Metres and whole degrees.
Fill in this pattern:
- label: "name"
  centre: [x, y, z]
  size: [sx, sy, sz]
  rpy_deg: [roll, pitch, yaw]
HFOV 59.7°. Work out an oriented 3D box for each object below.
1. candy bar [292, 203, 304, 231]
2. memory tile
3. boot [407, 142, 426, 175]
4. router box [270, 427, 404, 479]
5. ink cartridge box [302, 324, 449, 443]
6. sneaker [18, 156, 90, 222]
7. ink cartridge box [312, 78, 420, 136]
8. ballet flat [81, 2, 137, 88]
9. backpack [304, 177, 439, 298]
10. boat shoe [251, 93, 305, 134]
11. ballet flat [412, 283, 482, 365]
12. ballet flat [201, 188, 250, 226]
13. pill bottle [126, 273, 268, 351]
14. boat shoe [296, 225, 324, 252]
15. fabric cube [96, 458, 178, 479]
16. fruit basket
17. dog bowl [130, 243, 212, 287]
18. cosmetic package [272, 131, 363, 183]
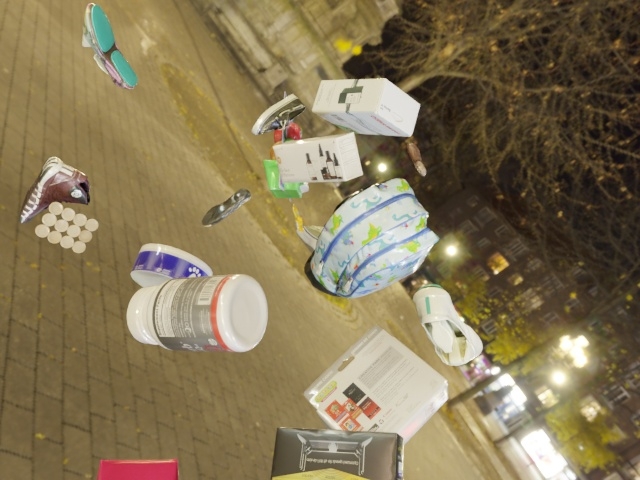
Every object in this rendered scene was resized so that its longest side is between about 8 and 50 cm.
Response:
- label: "candy bar"
  centre: [-0.061, -0.059, 1.455]
  size: [0.161, 0.018, 0.040]
  rpy_deg: [-116, -164, -72]
- label: "memory tile"
  centre: [-0.733, -0.036, 1.616]
  size: [0.148, 0.113, 0.012]
  rpy_deg: [32, -10, -38]
- label: "boot"
  centre: [0.319, -0.269, 1.849]
  size: [0.106, 0.037, 0.114]
  rpy_deg: [60, 16, -11]
- label: "router box"
  centre: [0.035, 0.573, 1.306]
  size: [0.081, 0.309, 0.242]
  rpy_deg: [54, 38, -55]
- label: "ink cartridge box"
  centre: [0.154, 0.435, 1.561]
  size: [0.272, 0.309, 0.130]
  rpy_deg: [39, -20, 34]
- label: "sneaker"
  centre: [-0.809, -0.124, 1.724]
  size: [0.163, 0.281, 0.106]
  rpy_deg: [24, 40, -33]
- label: "ink cartridge box"
  centre: [0.110, -0.318, 1.340]
  size: [0.209, 0.086, 0.153]
  rpy_deg: [15, -3, 44]
- label: "ballet flat"
  centre: [-0.534, -0.468, 1.374]
  size: [0.221, 0.079, 0.076]
  rpy_deg: [69, 32, -44]
- label: "backpack"
  centre: [0.129, 0.001, 1.330]
  size: [0.273, 0.290, 0.355]
  rpy_deg: [58, -24, 33]
- label: "boat shoe"
  centre: [-0.133, -0.403, 1.831]
  size: [0.070, 0.219, 0.077]
  rpy_deg: [42, -29, 6]
- label: "ballet flat"
  centre: [0.368, 0.282, 1.608]
  size: [0.400, 0.139, 0.139]
  rpy_deg: [52, 6, -41]
- label: "ballet flat"
  centre: [-0.281, -0.092, 1.680]
  size: [0.057, 0.173, 0.049]
  rpy_deg: [54, -2, 30]
- label: "pill bottle"
  centre: [-0.349, 0.206, 1.569]
  size: [0.210, 0.363, 0.210]
  rpy_deg: [16, 72, -60]
- label: "boat shoe"
  centre: [0.000, 0.000, 1.893]
  size: [0.109, 0.094, 0.302]
  rpy_deg: [54, -6, -21]
- label: "fabric cube"
  centre: [-0.599, 0.885, 1.787]
  size: [0.254, 0.258, 0.258]
  rpy_deg: [9, 34, -22]
- label: "fruit basket"
  centre: [-0.114, -0.342, 2.118]
  size: [0.327, 0.166, 0.352]
  rpy_deg: [67, 30, -83]
- label: "dog bowl"
  centre: [-0.519, 0.119, 1.952]
  size: [0.265, 0.265, 0.104]
  rpy_deg: [48, 51, -48]
- label: "cosmetic package"
  centre: [-0.012, -0.187, 1.294]
  size: [0.239, 0.061, 0.098]
  rpy_deg: [4, -68, 51]
